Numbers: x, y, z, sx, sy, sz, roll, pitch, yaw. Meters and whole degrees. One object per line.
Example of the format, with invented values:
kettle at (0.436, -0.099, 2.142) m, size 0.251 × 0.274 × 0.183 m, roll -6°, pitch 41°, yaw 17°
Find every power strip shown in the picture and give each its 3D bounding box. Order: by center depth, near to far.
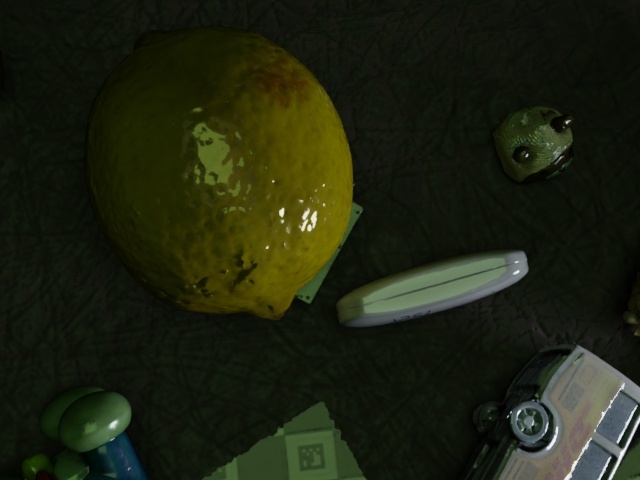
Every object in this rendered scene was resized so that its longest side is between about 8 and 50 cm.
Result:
power strip at (0.000, 0.000, 1.291) m, size 0.051 × 0.019 × 0.136 m, roll 28°, pitch 83°, yaw 0°

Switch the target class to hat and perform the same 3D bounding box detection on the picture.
hat at (0.220, -0.101, 1.300) m, size 0.077 × 0.059 × 0.076 m, roll -18°, pitch 82°, yaw -2°

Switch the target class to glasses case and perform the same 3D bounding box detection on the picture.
glasses case at (0.111, 0.047, 1.267) m, size 0.197 × 0.076 × 0.049 m, roll -15°, pitch 84°, yaw -6°

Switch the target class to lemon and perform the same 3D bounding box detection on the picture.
lemon at (-0.094, -0.063, 1.178) m, size 0.267 × 0.267 × 0.267 m, roll 0°, pitch 85°, yaw -5°

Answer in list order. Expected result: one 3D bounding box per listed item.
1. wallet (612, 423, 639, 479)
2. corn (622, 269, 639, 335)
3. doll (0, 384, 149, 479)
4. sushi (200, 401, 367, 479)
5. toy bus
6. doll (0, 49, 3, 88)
wallet at (0.383, 0.233, 1.288) m, size 0.170 × 0.044 × 0.321 m, roll 41°, pitch 83°, yaw -2°
corn at (0.413, -0.026, 1.287) m, size 0.106 × 0.106 × 0.305 m, roll 32°, pitch 80°, yaw -1°
doll at (-0.281, 0.282, 1.157) m, size 0.322 × 0.198 × 0.186 m, roll -36°, pitch 101°, yaw -16°
sushi at (-0.034, 0.349, 1.241) m, size 0.264 × 0.050 × 0.290 m, roll -31°, pitch 87°, yaw -7°
toy bus at (0.182, 0.262, 1.226) m, size 0.138 × 0.097 × 0.342 m, roll 33°, pitch 75°, yaw -11°
doll at (-0.380, -0.161, 1.254) m, size 0.127 × 0.073 × 0.084 m, roll 3°, pitch 116°, yaw -6°
